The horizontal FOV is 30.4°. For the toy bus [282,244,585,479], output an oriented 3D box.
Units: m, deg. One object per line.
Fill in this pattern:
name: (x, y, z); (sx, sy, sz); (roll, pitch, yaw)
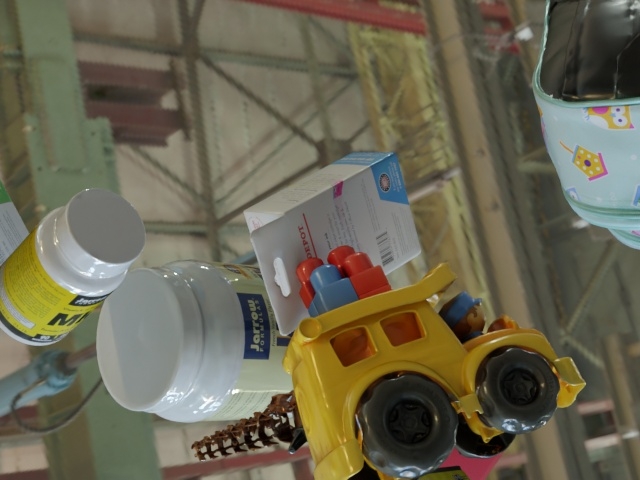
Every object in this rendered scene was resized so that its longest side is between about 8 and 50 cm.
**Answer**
toy bus: (0.074, 0.090, 0.975); (0.220, 0.149, 0.211); (-17, -109, -15)

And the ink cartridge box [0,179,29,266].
ink cartridge box: (-0.482, 0.011, 1.483); (0.212, 0.093, 0.154); (-59, -36, -39)

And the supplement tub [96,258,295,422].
supplement tub: (-0.138, 0.148, 1.730); (0.325, 0.235, 0.235); (7, -113, -46)

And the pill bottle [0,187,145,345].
pill bottle: (-0.298, 0.031, 1.384); (0.119, 0.208, 0.119); (21, -130, -28)

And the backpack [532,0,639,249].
backpack: (0.196, -0.075, 0.614); (0.188, 0.166, 0.144); (-57, -43, -59)

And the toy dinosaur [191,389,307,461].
toy dinosaur: (0.035, 0.202, 1.262); (0.164, 0.322, 0.218); (57, -172, -17)

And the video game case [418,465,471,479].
video game case: (0.178, 0.384, 1.438); (0.248, 0.035, 0.275); (49, -160, 28)

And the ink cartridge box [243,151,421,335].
ink cartridge box: (0.000, 0.000, 1.062); (0.181, 0.062, 0.104); (-30, -67, -35)

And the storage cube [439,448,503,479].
storage cube: (0.159, 0.253, 1.751); (0.215, 0.193, 0.183); (23, -165, -34)
